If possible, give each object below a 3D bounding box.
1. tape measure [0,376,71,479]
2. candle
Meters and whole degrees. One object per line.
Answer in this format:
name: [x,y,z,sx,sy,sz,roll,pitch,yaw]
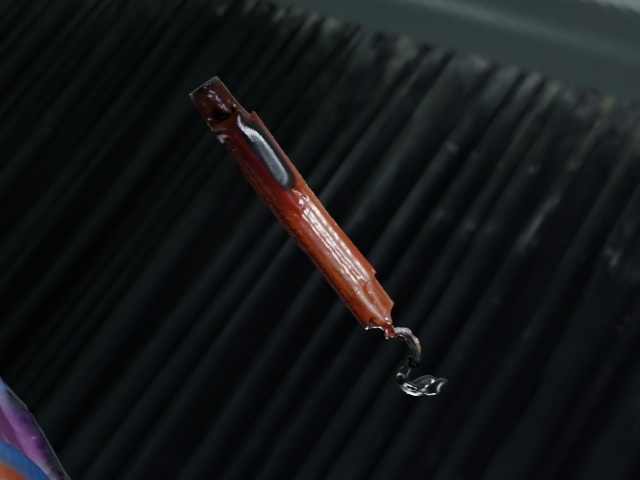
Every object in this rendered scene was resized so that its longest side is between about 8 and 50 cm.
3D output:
tape measure: [-0.111,0.101,0.351,0.245,0.149,0.231,63,-175,17]
candle: [0.000,0.000,0.853,0.167,0.021,0.026,53,160,-4]
